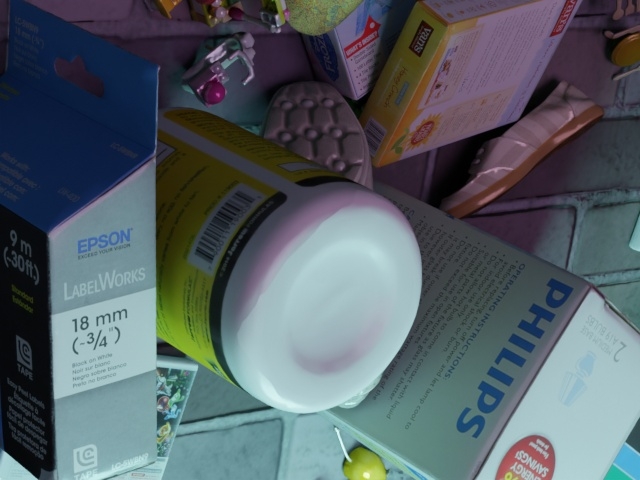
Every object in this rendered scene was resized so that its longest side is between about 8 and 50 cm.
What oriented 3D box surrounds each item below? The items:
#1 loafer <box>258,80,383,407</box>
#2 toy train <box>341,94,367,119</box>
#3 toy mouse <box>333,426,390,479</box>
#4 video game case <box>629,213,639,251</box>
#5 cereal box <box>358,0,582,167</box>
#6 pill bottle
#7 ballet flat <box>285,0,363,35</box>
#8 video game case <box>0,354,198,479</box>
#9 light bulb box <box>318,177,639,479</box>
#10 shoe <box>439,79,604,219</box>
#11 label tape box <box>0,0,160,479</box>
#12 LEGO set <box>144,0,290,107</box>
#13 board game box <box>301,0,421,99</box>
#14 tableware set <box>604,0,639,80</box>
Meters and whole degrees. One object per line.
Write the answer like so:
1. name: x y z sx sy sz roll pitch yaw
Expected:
1. loafer: 0.000 0.000 1.764 0.112 0.319 0.111 -3 148 -4
2. toy train: 0.038 -0.124 1.893 0.024 0.017 0.083 -49 134 0
3. toy mouse: 0.031 0.292 2.064 0.161 0.031 0.143 38 83 -44
4. video game case: 0.454 -0.072 2.274 0.183 0.023 0.201 9 102 -43
5. cereal box: 0.144 -0.169 1.874 0.240 0.047 0.173 -21 145 -48
6. pill bottle: -0.087 -0.001 1.617 0.188 0.334 0.188 -18 120 -34
7. ballet flat: 0.060 -0.333 1.657 0.123 0.123 0.348 13 100 -44
8. video game case: -0.215 0.183 1.808 0.190 0.022 0.173 11 102 -42
9. light bulb box: 0.162 0.144 1.882 0.358 0.361 0.225 38 83 -44
10. shoe: 0.199 -0.091 2.025 0.219 0.076 0.058 -36 86 -21
11. label tape box: -0.232 -0.003 1.558 0.106 0.240 0.334 -14 117 -34
12. LEGO set: -0.118 -0.237 1.642 0.132 0.107 0.287 -52 134 -11
13. board game box: 0.087 -0.346 1.801 0.318 0.066 0.318 -37 129 -23
14. tableware set: 0.352 -0.241 2.079 0.104 0.024 0.154 -22 145 -8
